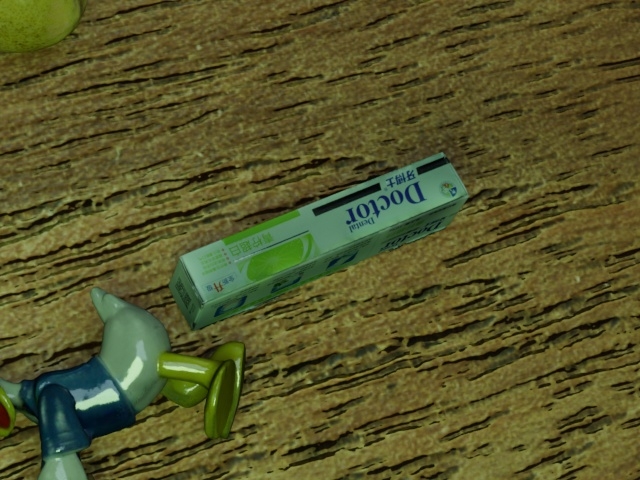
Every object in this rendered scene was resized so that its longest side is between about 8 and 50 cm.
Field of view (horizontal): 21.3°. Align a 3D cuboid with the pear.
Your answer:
[{"bbox_3d":[-0.334,-0.288,1.840,0.178,0.178,0.178,5,69,-14],"label":"pear"}]

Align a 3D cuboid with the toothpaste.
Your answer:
[{"bbox_3d":[0.000,0.000,1.860,0.337,0.081,0.067,-22,74,-22],"label":"toothpaste"}]

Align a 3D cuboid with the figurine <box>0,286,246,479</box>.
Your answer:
[{"bbox_3d":[-0.268,0.184,1.701,0.338,0.204,0.283,16,73,4],"label":"figurine"}]
